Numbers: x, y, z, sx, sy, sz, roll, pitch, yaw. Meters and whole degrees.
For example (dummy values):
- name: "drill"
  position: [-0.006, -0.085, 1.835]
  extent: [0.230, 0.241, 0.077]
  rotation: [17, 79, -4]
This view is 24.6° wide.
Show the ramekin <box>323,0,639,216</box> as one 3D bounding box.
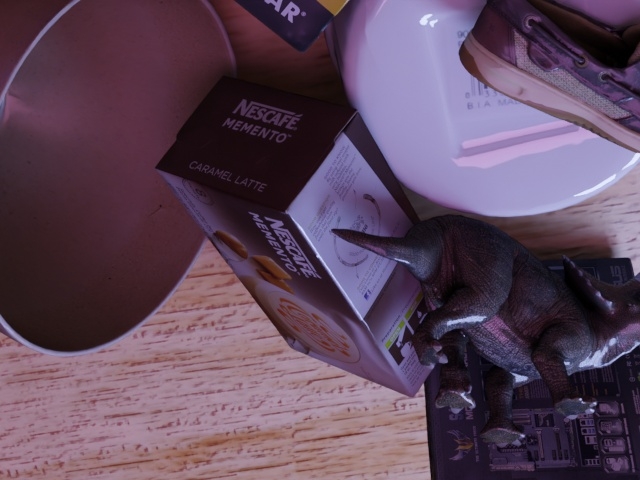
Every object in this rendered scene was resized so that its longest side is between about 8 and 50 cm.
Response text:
- name: "ramekin"
  position: [0.139, -0.151, 1.092]
  extent: [0.277, 0.135, 0.277]
  rotation: [0, 122, 0]

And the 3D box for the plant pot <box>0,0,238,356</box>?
- name: "plant pot"
  position: [-0.219, -0.079, 1.090]
  extent: [0.191, 0.284, 0.284]
  rotation: [20, 127, 29]

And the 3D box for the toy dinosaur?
- name: "toy dinosaur"
  position: [0.130, 0.050, 1.108]
  extent: [0.314, 0.160, 0.121]
  rotation: [22, 141, -17]

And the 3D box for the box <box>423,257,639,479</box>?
- name: "box"
  position: [0.177, 0.119, 1.197]
  extent: [0.183, 0.232, 0.059]
  rotation: [-2, 138, 0]

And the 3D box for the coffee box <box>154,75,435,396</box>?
- name: "coffee box"
  position: [0.000, 0.000, 1.132]
  extent: [0.141, 0.098, 0.246]
  rotation: [18, 154, 38]

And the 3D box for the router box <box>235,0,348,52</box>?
- name: "router box"
  position: [-0.051, -0.310, 0.938]
  extent: [0.309, 0.081, 0.243]
  rotation: [37, 116, -12]

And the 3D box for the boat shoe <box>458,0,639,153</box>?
- name: "boat shoe"
  position: [0.207, -0.111, 0.991]
  extent: [0.224, 0.080, 0.073]
  rotation: [19, 125, -6]
